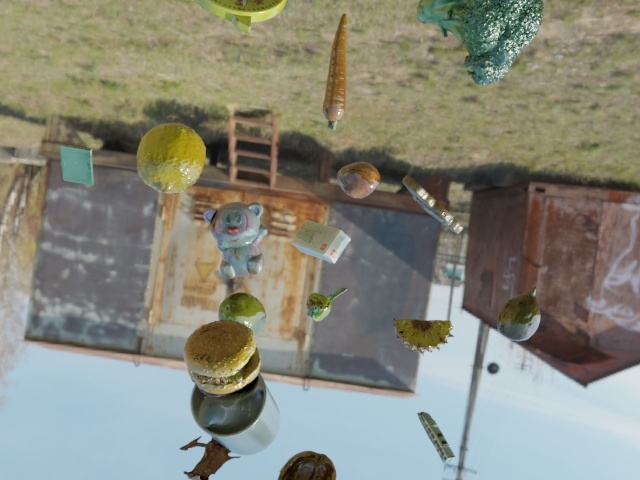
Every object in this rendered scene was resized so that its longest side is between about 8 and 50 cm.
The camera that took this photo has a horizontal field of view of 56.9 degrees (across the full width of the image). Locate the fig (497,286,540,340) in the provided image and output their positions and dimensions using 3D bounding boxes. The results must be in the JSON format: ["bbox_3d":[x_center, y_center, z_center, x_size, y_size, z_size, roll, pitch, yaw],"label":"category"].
[{"bbox_3d":[0.532,0.190,1.560,0.103,0.154,0.109,24,-156,13],"label":"fig"}]

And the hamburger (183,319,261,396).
[{"bbox_3d":[-0.233,0.269,1.427,0.182,0.117,0.191,19,-142,21],"label":"hamburger"}]

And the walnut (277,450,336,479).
[{"bbox_3d":[-0.049,0.755,1.821,0.167,0.087,0.211,34,-125,20],"label":"walnut"}]

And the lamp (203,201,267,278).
[{"bbox_3d":[-0.332,-0.018,2.443,0.248,0.300,0.247,-8,-163,8],"label":"lamp"}]

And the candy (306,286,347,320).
[{"bbox_3d":[0.026,0.176,1.776,0.073,0.077,0.262,22,-163,17],"label":"candy"}]

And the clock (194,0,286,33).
[{"bbox_3d":[-0.223,-0.705,1.592,0.277,0.293,0.071,24,147,-3],"label":"clock"}]

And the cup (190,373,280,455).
[{"bbox_3d":[-0.229,0.489,1.680,0.206,0.205,0.312,8,150,11],"label":"cup"}]

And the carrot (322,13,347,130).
[{"bbox_3d":[0.048,-0.492,1.743,0.069,0.335,0.069,4,-164,-1],"label":"carrot"}]

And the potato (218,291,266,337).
[{"bbox_3d":[-0.310,0.308,2.377,0.149,0.186,0.253,38,-177,31],"label":"potato"}]

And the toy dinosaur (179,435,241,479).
[{"bbox_3d":[-0.353,0.675,2.006,0.207,0.112,0.327,23,-140,33],"label":"toy dinosaur"}]

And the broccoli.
[{"bbox_3d":[0.334,-0.471,1.249,0.269,0.268,0.254,8,-169,40],"label":"broccoli"}]

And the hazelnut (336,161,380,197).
[{"bbox_3d":[0.139,-0.236,2.218,0.151,0.150,0.150,7,-179,0],"label":"hazelnut"}]

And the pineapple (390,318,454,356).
[{"bbox_3d":[0.374,0.359,2.184,0.233,0.135,0.079,1,164,9],"label":"pineapple"}]

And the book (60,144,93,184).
[{"bbox_3d":[-0.810,-0.251,1.963,0.103,0.134,0.017,8,-143,-6],"label":"book"}]

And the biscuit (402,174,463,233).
[{"bbox_3d":[0.376,-0.124,2.028,0.183,0.047,0.320,42,-176,41],"label":"biscuit"}]

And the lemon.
[{"bbox_3d":[-0.432,-0.239,1.712,0.193,0.230,0.192,8,157,3],"label":"lemon"}]

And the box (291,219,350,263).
[{"bbox_3d":[0.000,0.000,2.518,0.079,0.135,0.269,41,167,-35],"label":"box"}]

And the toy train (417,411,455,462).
[{"bbox_3d":[0.413,0.700,2.127,0.043,0.047,0.207,9,-145,-35],"label":"toy train"}]
